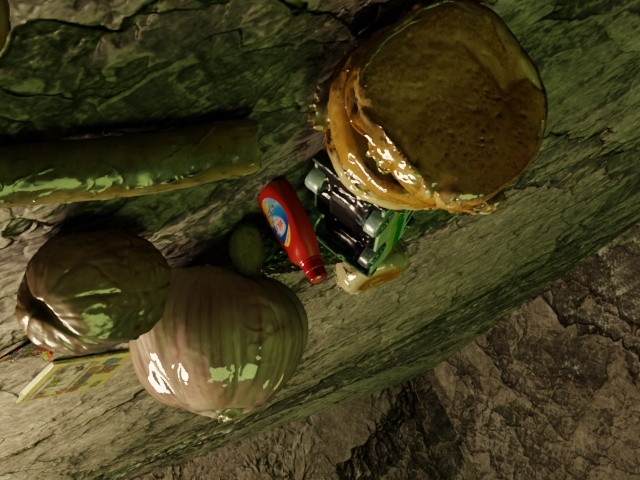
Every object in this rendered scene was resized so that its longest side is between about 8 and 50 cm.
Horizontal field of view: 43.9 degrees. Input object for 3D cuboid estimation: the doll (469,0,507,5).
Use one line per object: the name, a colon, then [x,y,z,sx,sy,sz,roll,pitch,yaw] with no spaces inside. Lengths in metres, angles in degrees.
doll: [0.183,-0.300,0.890,0.127,0.073,0.084,-7,-173,-33]

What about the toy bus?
toy bus: [0.076,-0.069,1.195,0.165,0.133,0.276,-48,167,-17]

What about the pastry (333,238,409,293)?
pastry: [0.104,0.047,1.635,0.165,0.088,0.166,-20,161,-7]

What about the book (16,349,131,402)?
book: [-0.484,0.267,1.577,0.192,0.013,0.168,-3,149,-50]

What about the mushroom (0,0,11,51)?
mushroom: [-0.320,-0.131,0.642,0.088,0.097,0.212,12,139,-44]

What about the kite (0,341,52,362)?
kite: [-0.475,0.184,1.381,0.190,0.010,0.159,-12,158,-30]

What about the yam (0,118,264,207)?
yam: [-0.228,-0.086,0.903,0.371,0.083,0.083,-13,157,-32]

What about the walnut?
walnut: [-0.297,0.067,1.085,0.178,0.178,0.230,-36,164,27]

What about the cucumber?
cucumber: [0.000,0.000,1.391,0.359,0.096,0.096,-7,154,-48]

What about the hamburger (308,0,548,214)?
hamburger: [0.117,-0.151,0.923,0.260,0.245,0.211,0,178,-5]

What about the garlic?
garlic: [-0.180,0.172,1.328,0.317,0.260,0.317,-12,172,-2]

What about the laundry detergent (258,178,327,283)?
laundry detergent: [-0.040,-0.006,1.199,0.049,0.165,0.097,-18,159,-25]
